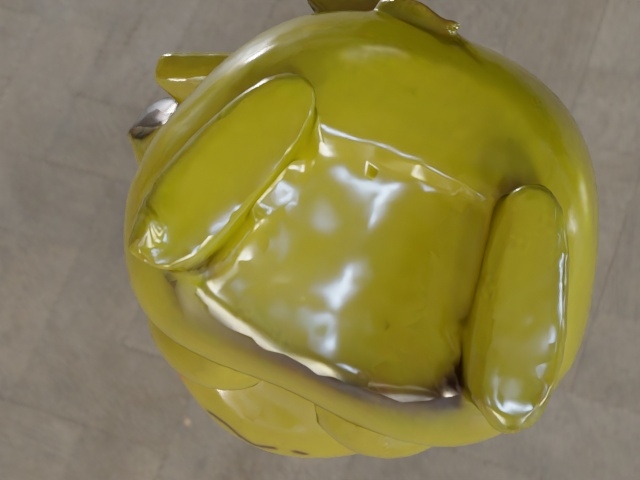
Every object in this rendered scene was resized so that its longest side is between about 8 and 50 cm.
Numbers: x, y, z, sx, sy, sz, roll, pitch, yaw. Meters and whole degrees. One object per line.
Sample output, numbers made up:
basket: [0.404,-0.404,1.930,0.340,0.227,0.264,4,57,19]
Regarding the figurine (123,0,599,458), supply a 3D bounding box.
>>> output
figurine: [0.001,-0.001,0.587,0.218,0.327,0.169,28,75,-1]
